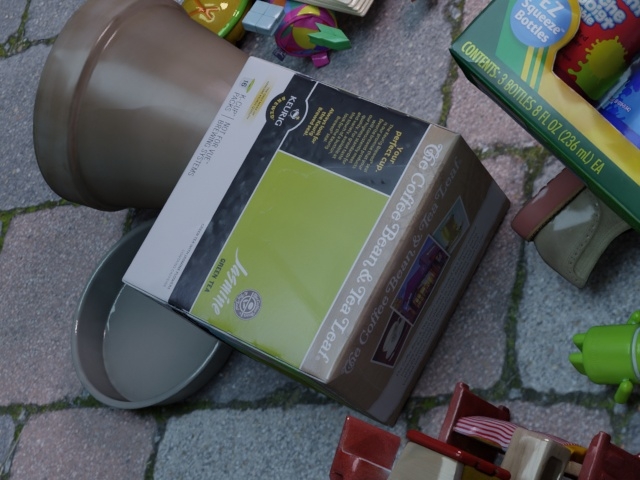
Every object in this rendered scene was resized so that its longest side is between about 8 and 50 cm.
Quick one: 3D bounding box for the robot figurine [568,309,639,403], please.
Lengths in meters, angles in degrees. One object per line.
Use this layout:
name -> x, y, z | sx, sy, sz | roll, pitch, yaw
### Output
robot figurine -> 0.336, 0.126, 1.613 | 0.115, 0.067, 0.101 | -5, 55, 33

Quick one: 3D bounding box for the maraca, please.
maraca -> -0.150, -0.354, 2.206 | 0.127, 0.099, 0.186 | 9, 62, 48

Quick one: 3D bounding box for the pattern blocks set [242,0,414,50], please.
pattern blocks set -> 0.036, -0.402, 2.057 | 0.285, 0.026, 0.325 | 10, 59, 19

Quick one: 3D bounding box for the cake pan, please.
cake pan -> -0.220, 0.103, 2.033 | 0.293, 0.054, 0.293 | -17, 57, 28

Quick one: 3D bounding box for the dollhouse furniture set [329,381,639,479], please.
dollhouse furniture set -> 0.158, 0.222, 1.486 | 0.201, 0.374, 0.152 | 16, 80, 39

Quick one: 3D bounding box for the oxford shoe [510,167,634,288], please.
oxford shoe -> 0.391, -0.084, 1.684 | 0.348, 0.123, 0.130 | -40, 78, 6

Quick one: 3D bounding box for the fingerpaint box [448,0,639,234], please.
fingerpaint box -> 0.425, -0.179, 1.535 | 0.371, 0.163, 0.445 | -46, 75, 5

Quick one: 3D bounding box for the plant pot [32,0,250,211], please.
plant pot -> -0.189, -0.164, 2.023 | 0.280, 0.323, 0.323 | 20, 78, 23

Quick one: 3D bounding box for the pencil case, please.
pencil case -> -0.033, -0.370, 2.130 | 0.104, 0.104, 0.236 | -25, 53, 23

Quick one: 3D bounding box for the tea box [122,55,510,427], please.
tea box -> 0.000, 0.000, 1.789 | 0.323, 0.220, 0.329 | 25, 81, 31
